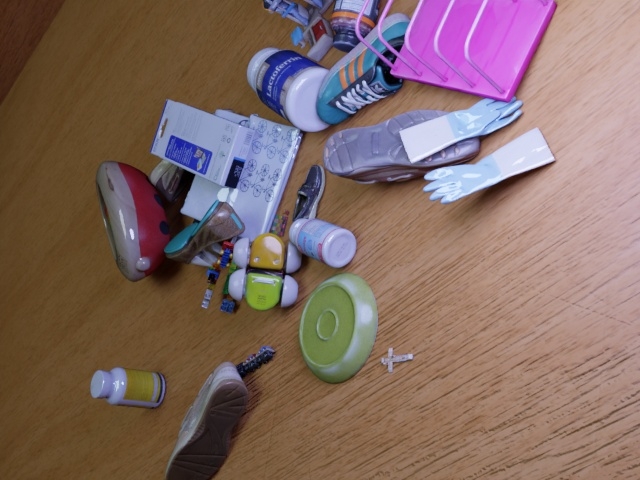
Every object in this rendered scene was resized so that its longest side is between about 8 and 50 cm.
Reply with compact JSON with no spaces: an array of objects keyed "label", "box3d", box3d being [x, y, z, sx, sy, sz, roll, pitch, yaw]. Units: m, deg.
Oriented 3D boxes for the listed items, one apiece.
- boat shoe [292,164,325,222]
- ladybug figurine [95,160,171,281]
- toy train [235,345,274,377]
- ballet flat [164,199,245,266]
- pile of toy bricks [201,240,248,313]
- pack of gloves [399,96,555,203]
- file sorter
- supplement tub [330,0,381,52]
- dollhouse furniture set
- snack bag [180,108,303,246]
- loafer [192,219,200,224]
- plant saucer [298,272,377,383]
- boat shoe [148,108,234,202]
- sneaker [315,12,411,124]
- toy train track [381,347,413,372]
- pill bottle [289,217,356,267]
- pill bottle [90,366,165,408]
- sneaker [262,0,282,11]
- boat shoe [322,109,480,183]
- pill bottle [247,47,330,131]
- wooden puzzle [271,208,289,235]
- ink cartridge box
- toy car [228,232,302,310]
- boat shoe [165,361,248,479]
[{"label":"boat shoe","box3d":[-0.029,-0.107,1.837,0.056,0.049,0.152,1,77,51]},{"label":"ladybug figurine","box3d":[-0.552,-0.064,2.332,0.305,0.162,0.449,96,154,-43]},{"label":"toy train","box3d":[-0.161,0.290,1.876,0.158,0.027,0.036,-37,40,38]},{"label":"ballet flat","box3d":[-0.292,0.002,2.029,0.342,0.124,0.116,-33,22,50]},{"label":"pile of toy bricks","box3d":[-0.223,0.079,1.986,0.105,0.118,0.212,-79,10,-55]},{"label":"pack of gloves","box3d":[0.282,-0.163,1.436,0.232,0.046,0.195,-22,53,9]},{"label":"file sorter","box3d":[0.238,-0.410,1.460,0.291,0.182,0.202,25,88,43]},{"label":"supplement tub","box3d":[0.084,-0.536,1.810,0.106,0.106,0.198,11,86,52]},{"label":"dollhouse furniture set","box3d":[-0.035,-0.570,1.947,0.129,0.129,0.183,-44,45,32]},{"label":"snack bag","box3d":[-0.216,-0.176,2.048,0.342,0.037,0.323,24,97,39]},{"label":"loafer","box3d":[-0.333,-0.030,2.186,0.170,0.062,0.061,-66,16,3]},{"label":"plant saucer","box3d":[0.025,0.183,1.677,0.241,0.037,0.241,-22,60,46]},{"label":"boat shoe","box3d":[-0.347,-0.235,2.244,0.342,0.123,0.123,-39,79,22]},{"label":"sneaker","box3d":[0.102,-0.351,1.717,0.302,0.108,0.121,-46,41,29]},{"label":"toy train track","box3d":[0.146,0.230,1.529,0.083,0.014,0.048,-18,64,46]},{"label":"pill bottle","box3d":[0.000,0.000,1.732,0.160,0.087,0.087,22,95,52]},{"label":"pill bottle","box3d":[-0.529,0.403,2.157,0.103,0.184,0.103,-21,62,45]},{"label":"sneaker","box3d":[-0.146,-0.642,1.941,0.083,0.084,0.215,-58,40,25]},{"label":"boat shoe","box3d":[0.167,-0.179,1.569,0.324,0.116,0.123,-2,72,29]},{"label":"pill bottle","box3d":[-0.068,-0.373,1.898,0.265,0.153,0.153,41,109,50]},{"label":"wooden puzzle","box3d":[-0.102,-0.038,1.936,0.049,0.006,0.083,11,86,52]},{"label":"ink cartridge box","box3d":[-0.319,-0.261,2.089,0.333,0.065,0.165,26,100,40]},{"label":"toy car","box3d":[-0.130,0.078,1.839,0.136,0.159,0.182,117,160,-77]},{"label":"boat shoe","box3d":[-0.274,0.450,1.894,0.341,0.122,0.110,-59,27,16]}]
